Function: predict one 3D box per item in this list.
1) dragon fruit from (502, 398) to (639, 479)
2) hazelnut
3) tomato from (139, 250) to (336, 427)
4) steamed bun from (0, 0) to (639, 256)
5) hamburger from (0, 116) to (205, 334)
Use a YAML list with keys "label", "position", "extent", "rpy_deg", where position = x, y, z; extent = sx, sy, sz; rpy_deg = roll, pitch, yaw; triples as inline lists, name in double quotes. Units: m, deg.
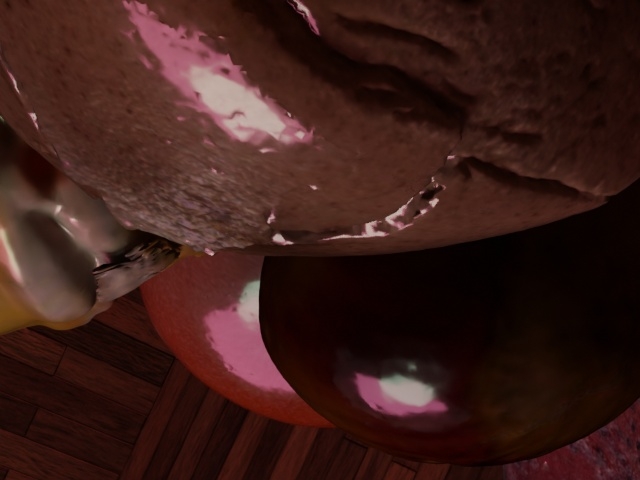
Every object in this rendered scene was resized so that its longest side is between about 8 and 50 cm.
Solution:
- label: "dragon fruit"
  position: [0.287, 0.107, 1.172]
  extent: [0.263, 0.314, 0.296]
  rpy_deg: [-8, -147, -30]
- label: "hazelnut"
  position: [0.074, 0.014, 1.009]
  extent: [0.229, 0.229, 0.229]
  rpy_deg: [25, 175, 2]
- label: "tomato"
  position: [0.000, 0.000, 1.320]
  extent: [0.256, 0.256, 0.224]
  rpy_deg: [26, -151, -9]
- label: "steamed bun"
  position: [-0.023, -0.090, 0.782]
  extent: [0.301, 0.199, 0.251]
  rpy_deg: [28, 174, -26]
- label: "hamburger"
  position: [-0.118, -0.095, 0.997]
  extent: [0.237, 0.276, 0.276]
  rpy_deg: [-19, 173, 0]
